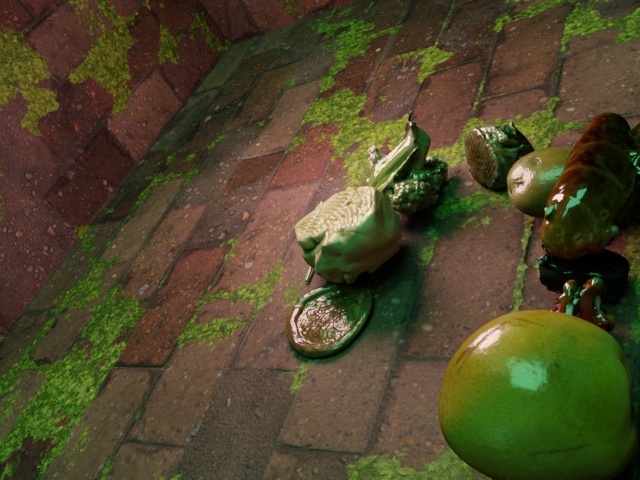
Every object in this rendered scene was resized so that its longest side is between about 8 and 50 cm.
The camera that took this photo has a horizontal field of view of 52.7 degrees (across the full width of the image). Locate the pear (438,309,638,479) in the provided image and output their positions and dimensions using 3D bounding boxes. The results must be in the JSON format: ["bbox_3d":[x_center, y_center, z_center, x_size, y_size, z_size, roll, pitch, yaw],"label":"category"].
[{"bbox_3d":[0.358,0.261,1.072,0.315,0.314,0.314,-22,36,17],"label":"pear"}]

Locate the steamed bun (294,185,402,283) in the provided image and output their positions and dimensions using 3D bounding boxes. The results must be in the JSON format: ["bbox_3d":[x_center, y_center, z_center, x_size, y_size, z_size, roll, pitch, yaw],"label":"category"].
[{"bbox_3d":[0.081,0.002,1.706,0.289,0.203,0.276,-31,25,27],"label":"steamed bun"}]

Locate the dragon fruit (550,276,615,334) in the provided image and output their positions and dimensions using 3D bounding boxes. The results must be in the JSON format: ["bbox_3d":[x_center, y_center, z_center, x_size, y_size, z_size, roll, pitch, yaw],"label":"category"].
[{"bbox_3d":[0.487,0.158,1.228,0.150,0.207,0.133,-5,30,-40],"label":"dragon fruit"}]

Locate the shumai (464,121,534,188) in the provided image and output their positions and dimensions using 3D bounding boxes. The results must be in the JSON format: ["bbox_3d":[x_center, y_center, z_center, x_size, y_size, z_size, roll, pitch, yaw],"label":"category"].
[{"bbox_3d":[0.480,-0.239,1.729,0.142,0.184,0.184,-15,31,-14],"label":"shumai"}]

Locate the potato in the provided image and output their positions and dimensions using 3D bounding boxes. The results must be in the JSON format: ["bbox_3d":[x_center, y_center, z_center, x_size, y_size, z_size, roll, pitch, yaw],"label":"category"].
[{"bbox_3d":[0.568,-0.144,1.514,0.252,0.159,0.174,-11,69,12],"label":"potato"}]

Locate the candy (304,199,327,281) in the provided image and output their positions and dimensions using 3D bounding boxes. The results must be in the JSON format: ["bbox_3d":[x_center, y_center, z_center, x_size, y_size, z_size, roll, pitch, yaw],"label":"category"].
[{"bbox_3d":[0.002,0.001,1.895,0.084,0.078,0.287,1,54,24],"label":"candy"}]

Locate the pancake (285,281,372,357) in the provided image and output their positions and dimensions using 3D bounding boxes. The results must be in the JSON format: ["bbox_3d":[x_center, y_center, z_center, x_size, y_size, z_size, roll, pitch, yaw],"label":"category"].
[{"bbox_3d":[0.020,0.197,1.658,0.250,0.031,0.250,-20,37,16],"label":"pancake"}]

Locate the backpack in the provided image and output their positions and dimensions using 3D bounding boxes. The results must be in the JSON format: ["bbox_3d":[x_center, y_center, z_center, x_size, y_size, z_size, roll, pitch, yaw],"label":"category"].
[{"bbox_3d":[0.539,0.065,1.325,0.165,0.105,0.120,22,41,32],"label":"backpack"}]

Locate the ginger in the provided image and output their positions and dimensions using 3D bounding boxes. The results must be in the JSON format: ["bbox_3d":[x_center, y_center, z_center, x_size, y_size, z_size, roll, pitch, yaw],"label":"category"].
[{"bbox_3d":[0.595,-0.110,1.287,0.254,0.176,0.418,20,52,34],"label":"ginger"}]

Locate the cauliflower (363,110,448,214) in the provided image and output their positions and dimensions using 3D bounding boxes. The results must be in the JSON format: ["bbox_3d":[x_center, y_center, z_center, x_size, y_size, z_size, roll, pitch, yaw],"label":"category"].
[{"bbox_3d":[0.239,-0.203,1.758,0.239,0.315,0.256,18,38,3],"label":"cauliflower"}]
